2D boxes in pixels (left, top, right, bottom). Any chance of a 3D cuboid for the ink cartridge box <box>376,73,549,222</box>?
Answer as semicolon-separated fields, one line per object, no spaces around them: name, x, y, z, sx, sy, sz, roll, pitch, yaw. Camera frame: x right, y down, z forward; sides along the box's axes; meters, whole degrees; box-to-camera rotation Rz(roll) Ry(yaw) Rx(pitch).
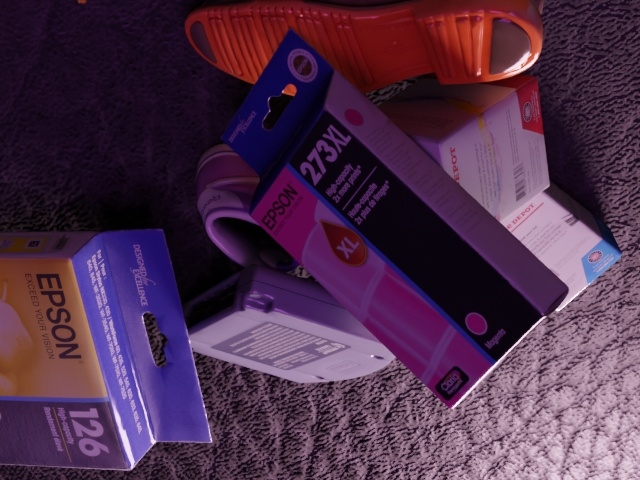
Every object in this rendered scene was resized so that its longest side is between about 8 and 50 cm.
ink cartridge box;0.129;-0.084;1.642;0.127;0.176;0.128;12;122;39

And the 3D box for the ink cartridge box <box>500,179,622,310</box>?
ink cartridge box;0.235;-0.013;1.800;0.180;0.060;0.104;36;113;-25

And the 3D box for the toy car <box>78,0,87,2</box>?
toy car;-0.197;-0.277;1.594;0.060;0.040;0.122;19;119;-17

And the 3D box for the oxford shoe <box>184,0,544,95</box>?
oxford shoe;0.045;-0.230;1.615;0.364;0.132;0.130;1;143;14

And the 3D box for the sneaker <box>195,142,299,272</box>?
sneaker;-0.001;0.001;1.728;0.282;0.161;0.102;14;120;-16

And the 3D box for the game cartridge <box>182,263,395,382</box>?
game cartridge;-0.030;0.097;1.753;0.198;0.062;0.297;14;164;-19

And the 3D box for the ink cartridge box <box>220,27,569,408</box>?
ink cartridge box;0.053;-0.019;1.573;0.371;0.069;0.175;45;134;8

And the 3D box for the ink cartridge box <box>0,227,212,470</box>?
ink cartridge box;-0.299;0.126;1.792;0.307;0.072;0.303;1;124;16
